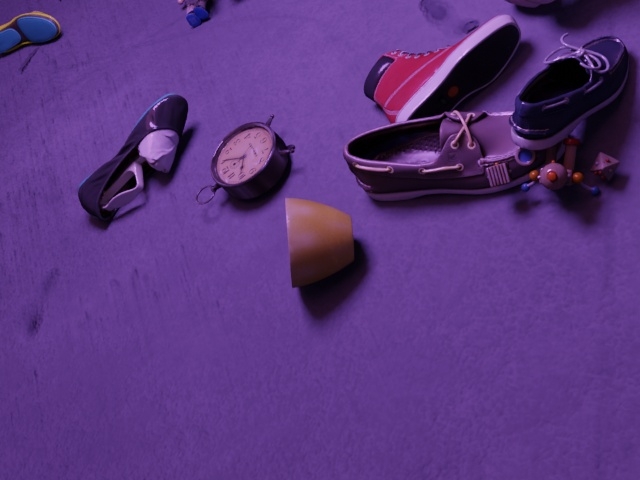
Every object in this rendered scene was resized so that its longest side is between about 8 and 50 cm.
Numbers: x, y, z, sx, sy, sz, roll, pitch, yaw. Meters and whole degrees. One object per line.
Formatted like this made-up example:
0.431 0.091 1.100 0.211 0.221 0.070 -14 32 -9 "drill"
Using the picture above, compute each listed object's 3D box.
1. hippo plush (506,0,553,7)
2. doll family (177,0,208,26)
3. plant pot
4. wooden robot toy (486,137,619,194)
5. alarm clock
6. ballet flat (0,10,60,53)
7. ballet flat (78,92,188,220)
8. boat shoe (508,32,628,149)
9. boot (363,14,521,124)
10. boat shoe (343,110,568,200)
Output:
0.385 -0.499 1.463 0.237 0.234 0.294 -11 66 -9 "hippo plush"
-0.202 -0.563 1.915 0.263 0.118 0.163 -21 51 21 "doll family"
0.000 0.000 1.415 0.095 0.134 0.134 -5 54 -2 "plant pot"
0.303 -0.097 1.263 0.173 0.079 0.076 4 100 21 "wooden robot toy"
-0.133 -0.121 1.613 0.192 0.064 0.129 -34 48 7 "alarm clock"
-0.687 -0.499 2.235 0.231 0.077 0.077 -9 40 31 "ballet flat"
-0.327 -0.141 1.746 0.280 0.095 0.096 -45 56 14 "ballet flat"
0.341 -0.220 1.300 0.254 0.079 0.095 -37 48 -26 "boat shoe"
0.182 -0.288 1.502 0.244 0.088 0.176 -42 45 8 "boot"
0.188 -0.134 1.383 0.324 0.097 0.116 -7 57 30 "boat shoe"
